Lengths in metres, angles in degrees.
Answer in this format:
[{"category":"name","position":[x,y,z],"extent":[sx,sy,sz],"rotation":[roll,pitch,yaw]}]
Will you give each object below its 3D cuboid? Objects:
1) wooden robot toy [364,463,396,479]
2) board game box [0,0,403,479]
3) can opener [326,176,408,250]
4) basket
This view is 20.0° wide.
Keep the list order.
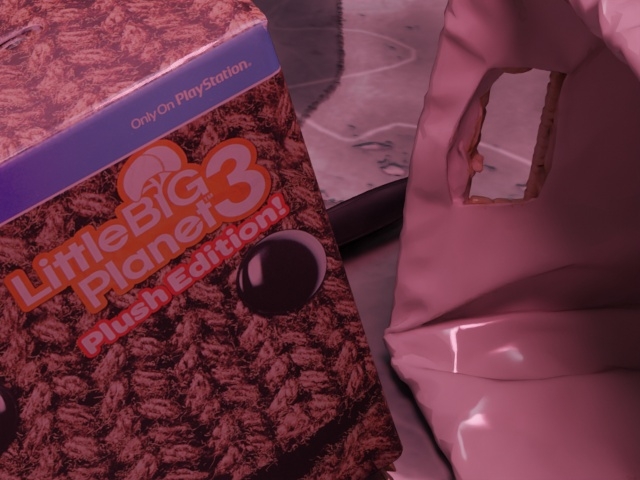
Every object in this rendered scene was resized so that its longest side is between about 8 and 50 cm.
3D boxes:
[{"category":"wooden robot toy","position":[0.015,0.166,0.948],"extent":[0.079,0.076,0.173],"rotation":[-30,36,9]},{"category":"board game box","position":[-0.117,0.028,0.854],"extent":[0.232,0.291,0.141],"rotation":[-30,44,-12]},{"category":"can opener","position":[0.000,0.000,1.186],"extent":[0.059,0.073,0.186],"rotation":[-17,9,44]},{"category":"basket","position":[0.225,0.016,0.950],"extent":[0.266,0.328,0.331],"rotation":[-4,35,-19]}]
